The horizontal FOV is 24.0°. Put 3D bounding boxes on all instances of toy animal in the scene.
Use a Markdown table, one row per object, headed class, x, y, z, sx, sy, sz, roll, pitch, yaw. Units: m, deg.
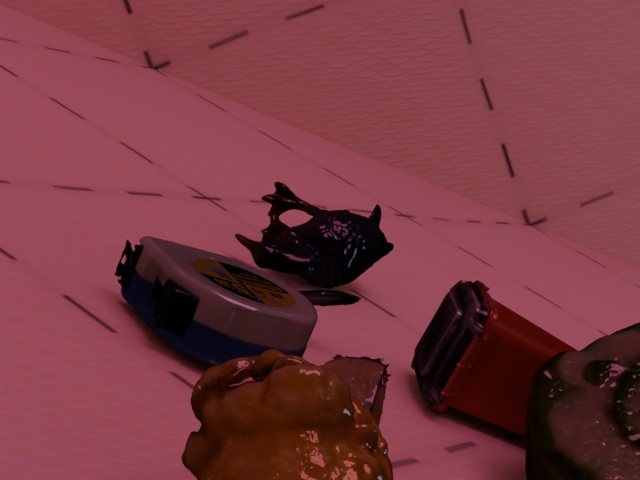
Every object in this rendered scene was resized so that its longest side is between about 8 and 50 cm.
| class | x | y | z | sx | sy | sz | roll | pitch | yaw |
| --- | --- | --- | --- | --- | --- | --- | --- | --- | --- |
| toy animal | 0.000 | 0.000 | 2.288 | 0.298 | 0.122 | 0.185 | 5 | 19 | -42 |

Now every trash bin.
| class | x | y | z | sx | sy | sz | roll | pitch | yaw |
| --- | --- | --- | --- | --- | --- | --- | --- | --- | --- |
| trash bin | 0.254 | 0.177 | 1.980 | 0.238 | 0.161 | 0.184 | 27 | 12 | -7 |

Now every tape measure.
| class | x | y | z | sx | sy | sz | roll | pitch | yaw |
| --- | --- | --- | --- | --- | --- | --- | --- | --- | --- |
| tape measure | -0.059 | 0.097 | 1.819 | 0.351 | 0.098 | 0.215 | 13 | 15 | -33 |

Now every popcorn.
| class | x | y | z | sx | sy | sz | roll | pitch | yaw |
| --- | --- | --- | --- | --- | --- | --- | --- | --- | --- |
| popcorn | -0.018 | 0.190 | 1.301 | 0.200 | 0.203 | 0.226 | 21 | 27 | 29 |

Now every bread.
| class | x | y | z | sx | sy | sz | roll | pitch | yaw |
| --- | --- | --- | --- | --- | --- | --- | --- | --- | --- |
| bread | 0.429 | 0.242 | 1.768 | 0.381 | 0.129 | 0.366 | 14 | 36 | 21 |

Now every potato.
| class | x | y | z | sx | sy | sz | roll | pitch | yaw |
| --- | --- | --- | --- | --- | --- | --- | --- | --- | --- |
| potato | 0.012 | 0.208 | 1.609 | 0.100 | 0.089 | 0.172 | 8 | 42 | 11 |
